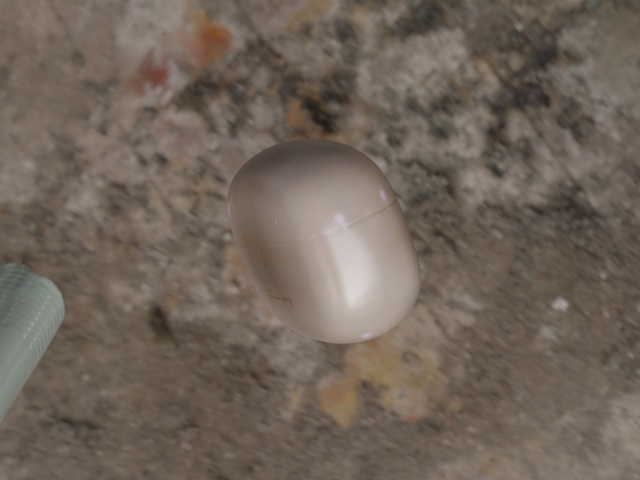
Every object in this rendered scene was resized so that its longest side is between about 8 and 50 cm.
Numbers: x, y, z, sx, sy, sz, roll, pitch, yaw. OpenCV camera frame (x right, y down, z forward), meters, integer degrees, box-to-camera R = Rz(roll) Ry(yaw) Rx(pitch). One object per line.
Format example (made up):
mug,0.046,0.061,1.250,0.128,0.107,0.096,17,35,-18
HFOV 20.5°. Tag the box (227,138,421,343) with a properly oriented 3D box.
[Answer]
box,0.000,0.000,1.242,0.088,0.200,0.146,-25,101,-17

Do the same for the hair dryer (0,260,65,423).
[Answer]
hair dryer,-0.143,0.083,0.593,0.073,0.236,0.131,25,125,-6
